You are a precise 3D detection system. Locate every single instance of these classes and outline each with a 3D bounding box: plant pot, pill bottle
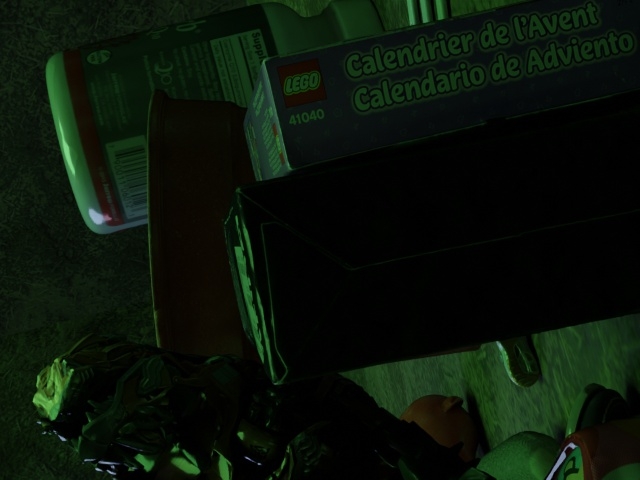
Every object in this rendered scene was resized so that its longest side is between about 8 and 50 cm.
[{"bbox_3d":[0.000,0.000,1.130,0.272,0.265,0.273,176,90,-89],"label":"plant pot"},{"bbox_3d":[-0.106,-0.147,1.493,0.210,0.362,0.210,166,90,-85],"label":"pill bottle"}]

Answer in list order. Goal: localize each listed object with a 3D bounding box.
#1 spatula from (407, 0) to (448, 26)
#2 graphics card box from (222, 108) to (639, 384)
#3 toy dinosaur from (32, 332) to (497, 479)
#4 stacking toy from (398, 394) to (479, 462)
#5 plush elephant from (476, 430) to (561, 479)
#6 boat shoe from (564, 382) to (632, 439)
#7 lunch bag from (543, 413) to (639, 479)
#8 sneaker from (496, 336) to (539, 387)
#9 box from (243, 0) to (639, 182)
[{"bbox_3d":[0.078,-0.260,1.128,0.168,0.019,0.242,-114,11,-58],"label":"spatula"},{"bbox_3d":[0.067,0.000,0.734,0.371,0.232,0.094,159,101,-84],"label":"graphics card box"},{"bbox_3d":[0.004,0.126,0.733,0.218,0.322,0.164,44,127,44],"label":"toy dinosaur"},{"bbox_3d":[0.164,0.312,1.519,0.279,0.130,0.309,47,170,15],"label":"stacking toy"},{"bbox_3d":[0.119,0.353,1.090,0.255,0.330,0.272,55,160,19],"label":"plush elephant"},{"bbox_3d":[0.204,0.192,0.852,0.065,0.075,0.206,-3,98,41],"label":"boat shoe"},{"bbox_3d":[0.192,0.243,0.651,0.258,0.120,0.293,85,169,-64],"label":"lunch bag"},{"bbox_3d":[0.156,0.082,1.110,0.037,0.031,0.083,141,116,-84],"label":"sneaker"},{"bbox_3d":[0.062,-0.077,0.756,0.293,0.200,0.057,171,85,-84],"label":"box"}]
